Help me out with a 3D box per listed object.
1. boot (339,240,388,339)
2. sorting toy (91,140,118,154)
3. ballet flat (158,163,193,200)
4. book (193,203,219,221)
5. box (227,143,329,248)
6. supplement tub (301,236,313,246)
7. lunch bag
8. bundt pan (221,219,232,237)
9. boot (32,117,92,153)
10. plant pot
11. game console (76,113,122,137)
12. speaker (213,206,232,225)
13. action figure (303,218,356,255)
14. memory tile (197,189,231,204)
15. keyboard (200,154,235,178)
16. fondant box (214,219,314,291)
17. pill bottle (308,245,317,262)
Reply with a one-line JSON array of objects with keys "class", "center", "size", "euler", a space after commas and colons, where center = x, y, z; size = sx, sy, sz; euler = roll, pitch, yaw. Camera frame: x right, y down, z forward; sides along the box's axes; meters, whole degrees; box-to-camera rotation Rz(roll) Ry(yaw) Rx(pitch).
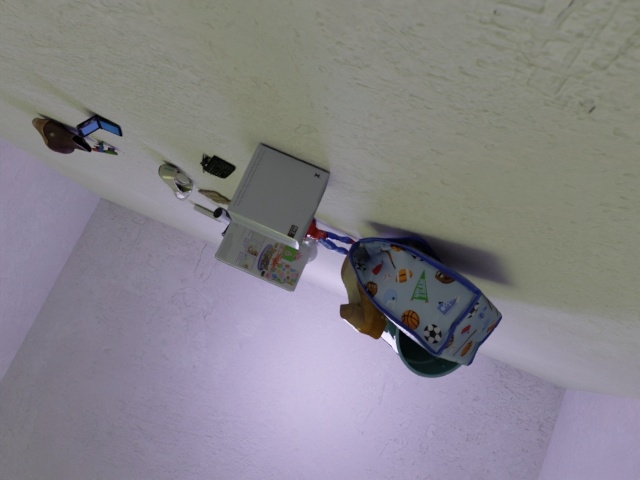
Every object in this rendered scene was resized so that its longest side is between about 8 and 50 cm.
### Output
[{"class": "boot", "center": [0.160, 0.166, 1.553], "size": [0.104, 0.294, 0.211], "euler": [-5, 153, 38]}, {"class": "sorting toy", "center": [-0.834, -0.359, 1.802], "size": [0.102, 0.042, 0.061], "euler": [11, -176, 3]}, {"class": "ballet flat", "center": [-0.527, -0.213, 1.761], "size": [0.086, 0.086, 0.248], "euler": [21, 168, 11]}, {"class": "book", "center": [-0.562, -0.132, 2.331], "size": [0.144, 0.035, 0.096], "euler": [26, 172, -10]}, {"class": "box", "center": [-0.097, -0.099, 1.104], "size": [0.182, 0.180, 0.119], "euler": [24, 169, 1]}, {"class": "supplement tub", "center": [-0.051, -0.017, 1.710], "size": [0.071, 0.070, 0.107], "euler": [22, 169, 7]}, {"class": "lunch bag", "center": [0.285, 0.147, 1.331], "size": [0.386, 0.238, 0.328], "euler": [35, 180, 36]}, {"class": "bundt pan", "center": [-0.255, -0.010, 2.028], "size": [0.331, 0.124, 0.331], "euler": [23, 169, 5]}, {"class": "boot", "center": [-1.006, -0.386, 1.868], "size": [0.207, 0.090, 0.248], "euler": [24, 166, 10]}, {"class": "plant pot", "center": [0.344, 0.283, 1.725], "size": [0.341, 0.340, 0.334], "euler": [28, 176, -22]}, {"class": "game console", "center": [-0.702, -0.347, 1.486], "size": [0.071, 0.107, 0.122], "euler": [55, 162, -9]}, {"class": "speaker", "center": [-0.430, -0.100, 2.141], "size": [0.055, 0.055, 0.136], "euler": [16, 167, 34]}, {"class": "action figure", "center": [0.000, 0.000, 1.609], "size": [0.281, 0.091, 0.139], "euler": [27, 156, -19]}, {"class": "memory tile", "center": [-0.420, -0.174, 1.880], "size": [0.148, 0.012, 0.113], "euler": [11, 164, 47]}, {"class": "keyboard", "center": [-0.324, -0.214, 1.418], "size": [0.100, 0.038, 0.192], "euler": [27, 168, -17]}, {"class": "fondant box", "center": [-0.209, 0.029, 1.813], "size": [0.331, 0.238, 0.096], "euler": [24, 169, -3]}, {"class": "pill bottle", "center": [-0.063, 0.051, 1.996], "size": [0.094, 0.094, 0.169], "euler": [25, 170, -6]}]
